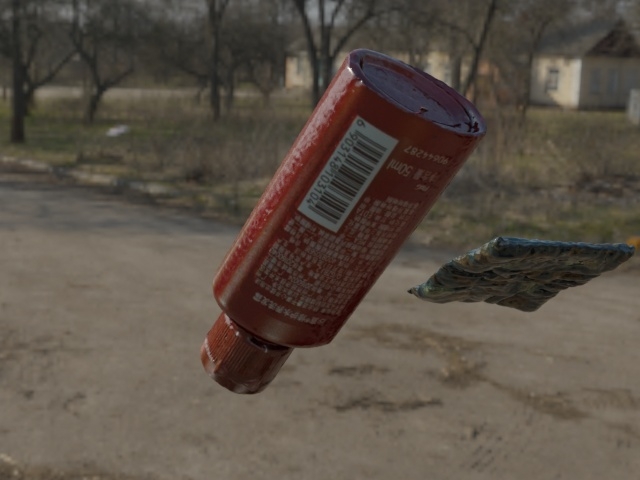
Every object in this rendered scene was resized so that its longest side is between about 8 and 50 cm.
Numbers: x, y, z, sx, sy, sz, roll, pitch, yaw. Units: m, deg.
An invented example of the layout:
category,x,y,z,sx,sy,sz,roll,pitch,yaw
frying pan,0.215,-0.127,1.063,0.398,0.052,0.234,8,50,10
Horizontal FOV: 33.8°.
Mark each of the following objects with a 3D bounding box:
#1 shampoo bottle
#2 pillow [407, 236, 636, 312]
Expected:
category,x,y,z,sx,sy,sz,roll,pitch,yaw
shampoo bottle,0.000,-0.001,0.829,0.118,0.314,0.076,20,36,-20
pillow,0.237,0.041,1.281,0.188,0.034,0.255,6,-18,-18
